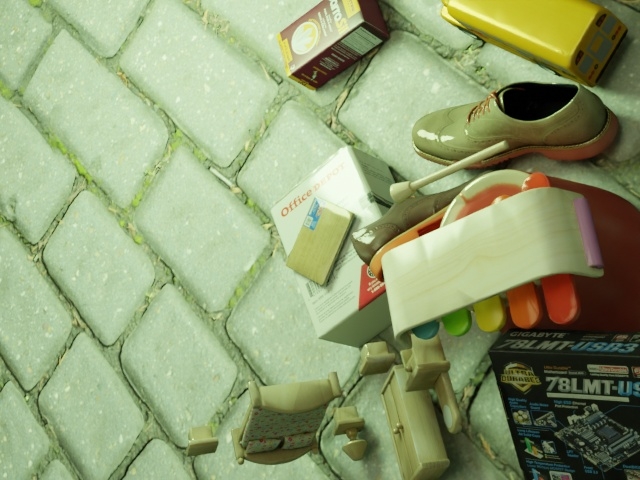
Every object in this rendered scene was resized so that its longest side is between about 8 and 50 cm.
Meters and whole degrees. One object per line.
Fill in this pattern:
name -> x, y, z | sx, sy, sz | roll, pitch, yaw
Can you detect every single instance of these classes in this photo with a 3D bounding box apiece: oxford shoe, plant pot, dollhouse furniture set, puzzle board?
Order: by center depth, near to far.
plant pot -> 0.309, 0.025, 1.617 | 0.274, 0.243, 0.275 | -14, 68, 36
dollhouse furniture set -> -0.002, 0.293, 1.713 | 0.303, 0.355, 0.174 | 110, 151, -57
oxford shoe -> 0.277, -0.196, 1.776 | 0.348, 0.130, 0.123 | -4, 56, 37
oxford shoe -> 0.170, -0.047, 1.784 | 0.271, 0.097, 0.098 | -31, 59, -18
puzzle board -> 0.000, 0.000, 1.888 | 0.096, 0.011, 0.128 | 26, 94, 44

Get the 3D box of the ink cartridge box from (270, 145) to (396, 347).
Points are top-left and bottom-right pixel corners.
ink cartridge box -> 0.054, 0.010, 1.924 | 0.197, 0.114, 0.273 | -38, 56, 26

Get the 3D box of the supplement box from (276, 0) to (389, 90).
supplement box -> 0.021, -0.373, 2.098 | 0.188, 0.080, 0.104 | -32, 57, 28

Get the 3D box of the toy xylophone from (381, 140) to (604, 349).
toy xylophone -> 0.202, 0.009, 1.493 | 0.322, 0.081, 0.236 | -16, 67, 36

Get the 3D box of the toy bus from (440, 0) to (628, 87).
toy bus -> 0.316, -0.350, 1.806 | 0.332, 0.130, 0.108 | 36, 100, 41

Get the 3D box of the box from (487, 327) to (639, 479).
box -> 0.386, 0.258, 1.485 | 0.295, 0.073, 0.293 | -3, 111, 41
